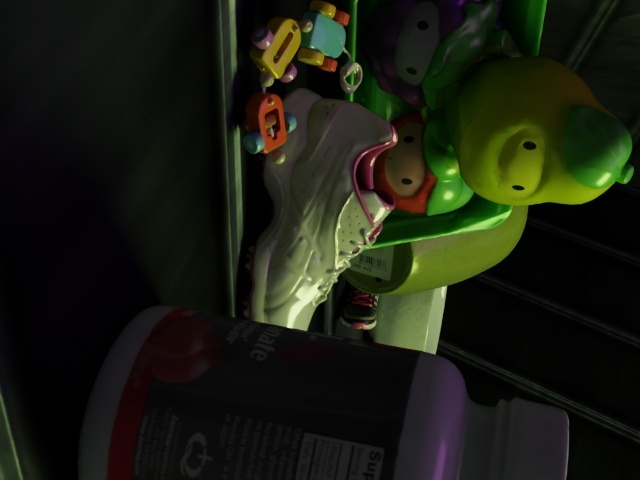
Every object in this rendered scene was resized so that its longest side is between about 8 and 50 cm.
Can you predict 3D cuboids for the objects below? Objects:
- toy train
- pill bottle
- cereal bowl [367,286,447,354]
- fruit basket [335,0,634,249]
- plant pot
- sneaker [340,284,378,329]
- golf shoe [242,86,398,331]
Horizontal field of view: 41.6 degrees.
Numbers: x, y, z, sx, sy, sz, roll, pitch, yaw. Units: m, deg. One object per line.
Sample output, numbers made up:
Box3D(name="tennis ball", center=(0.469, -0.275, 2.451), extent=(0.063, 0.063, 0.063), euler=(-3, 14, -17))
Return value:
Box3D(name="toy train", center=(-0.029, -0.156, 0.799), extent=(0.166, 0.046, 0.125), euler=(-42, 134, -37))
Box3D(name="pill bottle", center=(0.006, 0.157, 0.610), extent=(0.176, 0.318, 0.176), euler=(9, 90, -79))
Box3D(name="cereal bowl", center=(0.186, 0.138, 1.809), extent=(0.339, 0.141, 0.339), euler=(9, 90, -78))
Box3D(name="fruit basket", center=(0.171, -0.146, 1.011), extent=(0.392, 0.282, 0.392), euler=(171, -90, -74))
Box3D(name="plant pot", center=(0.148, -0.027, 1.323), extent=(0.293, 0.274, 0.275), euler=(-32, 132, -54))
Box3D(name="sneaker", center=(0.073, 0.093, 1.456), extent=(0.170, 0.063, 0.075), euler=(-65, 161, -64))
Box3D(name="golf shoe", center=(0.000, 0.000, 0.886), extent=(0.115, 0.140, 0.306), euler=(-43, 142, -72))
